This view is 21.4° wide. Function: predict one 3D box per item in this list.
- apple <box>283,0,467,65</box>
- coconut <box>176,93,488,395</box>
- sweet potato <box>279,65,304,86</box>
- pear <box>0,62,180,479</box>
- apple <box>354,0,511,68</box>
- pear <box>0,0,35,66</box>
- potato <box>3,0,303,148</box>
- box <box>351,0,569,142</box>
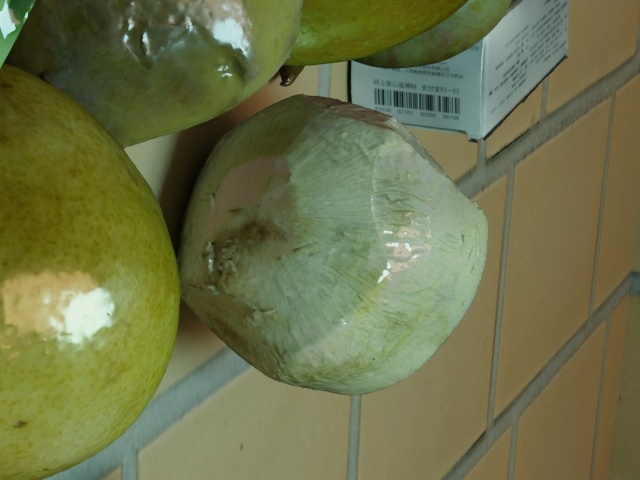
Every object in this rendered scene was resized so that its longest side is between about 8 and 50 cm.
[{"bbox_3d":[-0.020,-0.338,1.412,0.374,0.374,0.384,-43,125,-53],"label":"apple"},{"bbox_3d":[0.000,0.000,1.686,0.254,0.297,0.297,34,69,-48],"label":"coconut"},{"bbox_3d":[-0.023,-0.200,1.865,0.115,0.026,0.026,-54,147,-52],"label":"sweet potato"},{"bbox_3d":[-0.247,0.022,1.120,0.314,0.314,0.314,-41,137,-54],"label":"pear"},{"bbox_3d":[0.085,-0.309,1.781,0.234,0.256,0.257,-76,170,-71],"label":"apple"},{"bbox_3d":[-0.291,-0.199,1.028,0.282,0.286,0.176,-89,-170,-55],"label":"pear"},{"bbox_3d":[-0.153,-0.165,1.236,0.116,0.299,0.239,-108,-159,-59],"label":"potato"},{"bbox_3d":[0.180,-0.252,2.113,0.333,0.173,0.145,-44,137,-53],"label":"box"}]
